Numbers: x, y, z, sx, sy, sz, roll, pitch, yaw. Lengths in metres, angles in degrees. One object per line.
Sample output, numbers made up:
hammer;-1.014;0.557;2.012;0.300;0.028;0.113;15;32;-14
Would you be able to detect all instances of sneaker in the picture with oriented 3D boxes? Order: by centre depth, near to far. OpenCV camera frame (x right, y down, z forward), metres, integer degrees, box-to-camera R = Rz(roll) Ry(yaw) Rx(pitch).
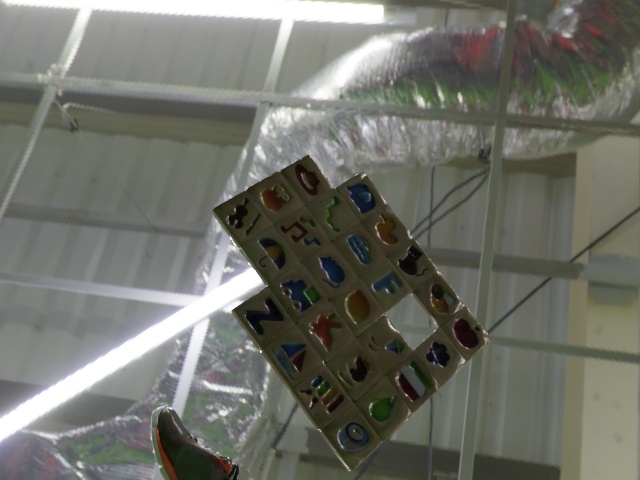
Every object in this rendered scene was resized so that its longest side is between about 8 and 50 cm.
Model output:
sneaker;-0.107;0.213;0.729;0.065;0.061;0.158;-25;-127;-8

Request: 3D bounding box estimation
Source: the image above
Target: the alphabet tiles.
alphabet tiles;0.019;0.042;0.689;0.198;0.009;0.237;-34;-96;-35
